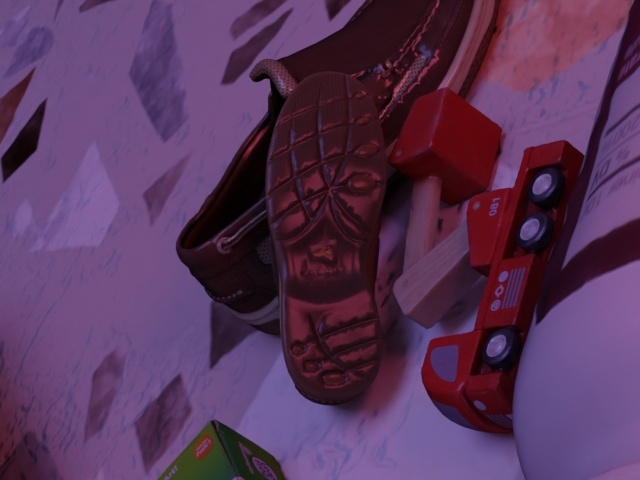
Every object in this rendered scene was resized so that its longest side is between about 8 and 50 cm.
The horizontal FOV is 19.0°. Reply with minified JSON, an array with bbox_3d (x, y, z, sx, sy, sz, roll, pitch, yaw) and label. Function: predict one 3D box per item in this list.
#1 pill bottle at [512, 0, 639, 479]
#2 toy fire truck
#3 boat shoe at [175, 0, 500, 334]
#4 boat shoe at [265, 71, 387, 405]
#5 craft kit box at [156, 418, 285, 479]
[{"bbox_3d":[0.190,0.006,0.597,0.224,0.224,0.392,-18,41,45],"label":"pill bottle"},{"bbox_3d":[0.078,0.007,0.951,0.135,0.047,0.192,-12,52,49],"label":"toy fire truck"},{"bbox_3d":[0.008,-0.075,1.076,0.095,0.095,0.257,15,73,57],"label":"boat shoe"},{"bbox_3d":[0.000,0.000,1.012,0.060,0.064,0.178,115,155,-74],"label":"boat shoe"},{"bbox_3d":[-0.086,0.251,0.938,0.250,0.061,0.247,-48,34,11],"label":"craft kit box"}]
